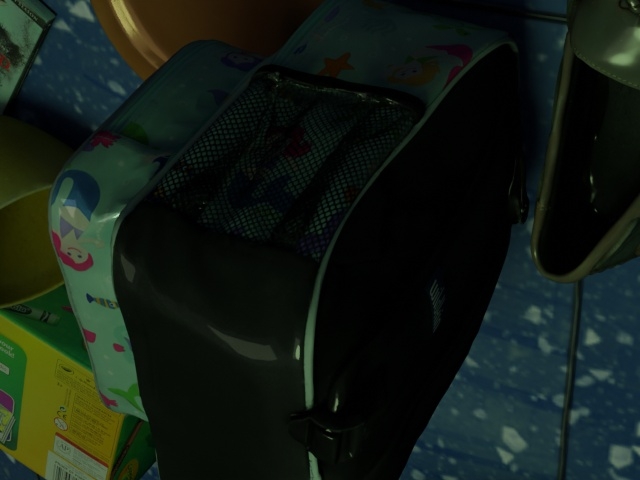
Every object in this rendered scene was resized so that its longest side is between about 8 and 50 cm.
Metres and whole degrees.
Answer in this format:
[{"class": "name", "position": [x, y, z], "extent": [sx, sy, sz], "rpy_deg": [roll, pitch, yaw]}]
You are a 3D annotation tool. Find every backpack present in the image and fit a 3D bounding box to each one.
[{"class": "backpack", "position": [0.000, 0.000, 0.588], "extent": [0.191, 0.253, 0.225], "rpy_deg": [24, 144, 23]}]

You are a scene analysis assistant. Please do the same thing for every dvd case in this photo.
[{"class": "dvd case", "position": [-0.234, -0.142, 0.806], "extent": [0.087, 0.013, 0.119], "rpy_deg": [43, 134, -1]}]

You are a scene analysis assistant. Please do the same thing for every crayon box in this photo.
[{"class": "crayon box", "position": [-0.250, 0.077, 0.933], "extent": [0.278, 0.081, 0.165], "rpy_deg": [30, 134, 12]}]

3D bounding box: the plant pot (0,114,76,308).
[{"class": "plant pot", "position": [-0.218, -0.030, 0.812], "extent": [0.095, 0.134, 0.134], "rpy_deg": [55, 139, 22]}]

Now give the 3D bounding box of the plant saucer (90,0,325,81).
[{"class": "plant saucer", "position": [-0.063, -0.147, 0.671], "extent": [0.200, 0.037, 0.200], "rpy_deg": [18, 130, 23]}]

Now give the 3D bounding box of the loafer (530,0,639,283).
[{"class": "loafer", "position": [0.144, -0.071, 0.505], "extent": [0.096, 0.084, 0.267], "rpy_deg": [43, 156, 30]}]
